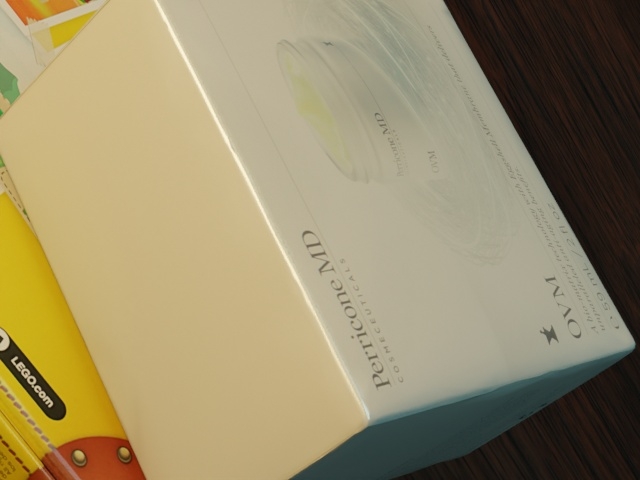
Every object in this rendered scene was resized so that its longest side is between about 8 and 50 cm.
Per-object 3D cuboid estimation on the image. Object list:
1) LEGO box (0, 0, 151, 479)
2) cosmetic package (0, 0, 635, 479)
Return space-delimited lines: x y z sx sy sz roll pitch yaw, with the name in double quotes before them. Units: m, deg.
"LEGO box" -0.213 -0.070 0.841 0.500 0.193 0.372 51 35 0
"cosmetic package" 0.000 0.000 0.729 0.224 0.138 0.224 -9 66 -49
